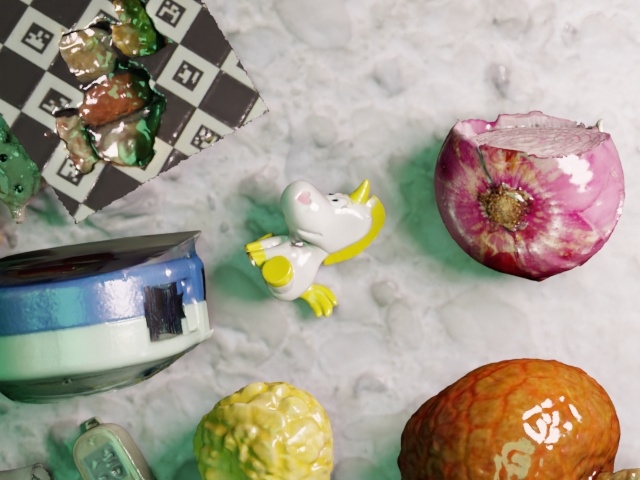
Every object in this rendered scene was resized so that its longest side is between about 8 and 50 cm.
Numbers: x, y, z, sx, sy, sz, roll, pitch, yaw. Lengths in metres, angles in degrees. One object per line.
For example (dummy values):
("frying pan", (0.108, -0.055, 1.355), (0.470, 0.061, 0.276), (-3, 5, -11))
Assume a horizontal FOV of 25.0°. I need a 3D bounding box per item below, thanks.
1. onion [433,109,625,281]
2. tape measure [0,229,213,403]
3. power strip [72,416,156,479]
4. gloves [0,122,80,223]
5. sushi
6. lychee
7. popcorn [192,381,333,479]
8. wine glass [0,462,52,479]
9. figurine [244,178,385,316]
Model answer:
("onion", (0.232, -0.045, 1.619), (0.207, 0.200, 0.200), (3, 92, -4))
("tape measure", (-0.272, 0.089, 1.666), (0.259, 0.262, 0.138), (-8, 100, 10))
("power strip", (-0.215, 0.343, 1.760), (0.080, 0.048, 0.286), (-30, 85, 8))
("gloves", (-0.351, -0.099, 1.751), (0.144, 0.094, 0.110), (-37, 97, 0))
("sushi", (-0.255, -0.203, 1.718), (0.294, 0.059, 0.292), (-33, 90, -19))
("lychee", (0.227, 0.252, 1.591), (0.300, 0.255, 0.255), (16, 94, 23))
("popcorn", (-0.065, 0.247, 1.683), (0.180, 0.170, 0.180), (-15, 51, 19))
("wine glass", (-0.425, 0.332, 1.776), (0.195, 0.079, 0.079), (-18, 88, 10))
("figurine", (-0.005, -0.006, 1.704), (0.130, 0.109, 0.178), (32, 96, -19))
